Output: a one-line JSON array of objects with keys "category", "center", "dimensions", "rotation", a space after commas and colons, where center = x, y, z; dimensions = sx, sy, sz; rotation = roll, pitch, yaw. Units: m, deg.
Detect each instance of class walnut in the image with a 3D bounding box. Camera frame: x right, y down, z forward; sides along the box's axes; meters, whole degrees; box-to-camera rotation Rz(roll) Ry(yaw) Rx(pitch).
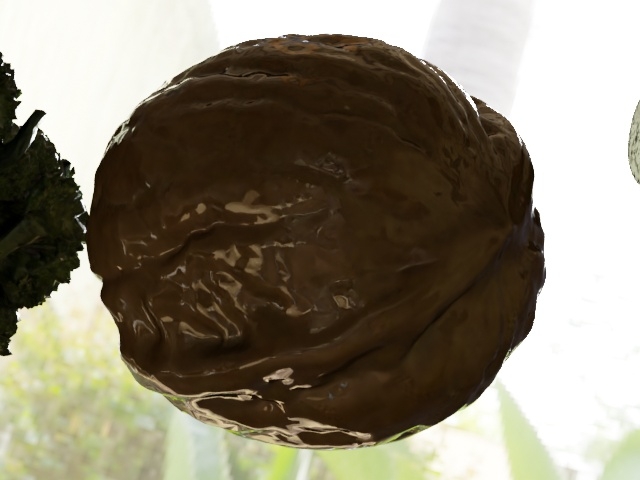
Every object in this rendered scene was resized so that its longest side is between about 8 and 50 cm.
[{"category": "walnut", "center": [0.000, 0.000, 0.787], "dimensions": [0.213, 0.213, 0.213], "rotation": [15, -19, 5]}]

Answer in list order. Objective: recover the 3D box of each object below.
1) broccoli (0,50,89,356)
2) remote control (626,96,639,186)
[{"category": "broccoli", "center": [-0.266, 0.003, 0.914], "dimensions": [0.304, 0.283, 0.321], "rotation": [-31, -40, 27]}, {"category": "remote control", "center": [0.238, -0.060, 0.929], "dimensions": [0.066, 0.090, 0.266], "rotation": [18, -2, -12]}]
